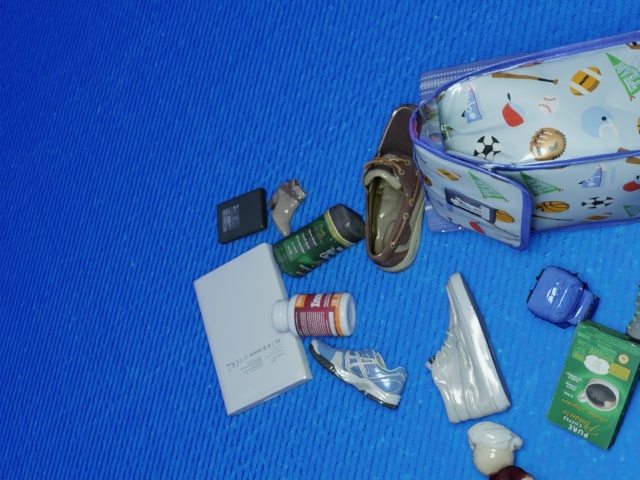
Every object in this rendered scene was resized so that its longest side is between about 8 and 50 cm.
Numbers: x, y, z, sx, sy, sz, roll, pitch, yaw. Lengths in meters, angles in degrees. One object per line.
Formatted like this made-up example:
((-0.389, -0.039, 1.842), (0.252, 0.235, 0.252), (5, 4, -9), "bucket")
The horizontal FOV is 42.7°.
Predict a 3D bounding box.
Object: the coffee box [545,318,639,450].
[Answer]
((0.447, 0.231, 1.327), (0.113, 0.040, 0.184), (23, 108, 34), "coffee box")

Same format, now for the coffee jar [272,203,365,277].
((0.000, 0.000, 1.653), (0.184, 0.096, 0.079), (-33, 65, 20), "coffee jar")

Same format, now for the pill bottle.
((-0.012, 0.147, 1.610), (0.151, 0.086, 0.086), (-3, 75, 17), "pill bottle")

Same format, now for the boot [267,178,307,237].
((-0.064, -0.074, 1.744), (0.087, 0.042, 0.118), (-37, 60, 17), "boot")

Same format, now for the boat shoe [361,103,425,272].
((0.143, -0.114, 1.583), (0.123, 0.123, 0.342), (6, 79, 31), "boat shoe")

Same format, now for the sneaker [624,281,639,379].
((0.527, 0.113, 1.322), (0.098, 0.083, 0.224), (-15, 70, 32), "sneaker")

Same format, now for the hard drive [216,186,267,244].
((-0.173, -0.053, 1.800), (0.135, 0.022, 0.094), (-18, 67, 36), "hard drive")

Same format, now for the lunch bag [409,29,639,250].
((0.347, -0.136, 1.306), (0.385, 0.328, 0.239), (-7, 70, 11), "lunch bag")

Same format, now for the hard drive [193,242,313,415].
((-0.147, 0.185, 1.722), (0.203, 0.040, 0.308), (-28, 64, 21), "hard drive")

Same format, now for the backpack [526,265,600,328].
((0.406, 0.095, 1.373), (0.101, 0.120, 0.098), (22, 88, 33), "backpack")

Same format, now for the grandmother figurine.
((0.310, 0.441, 1.303), (0.208, 0.104, 0.342), (107, 158, -45), "grandmother figurine")

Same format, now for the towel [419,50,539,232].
((0.311, -0.183, 1.539), (0.243, 0.040, 0.336), (-7, 71, 19), "towel")

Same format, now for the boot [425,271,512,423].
((0.239, 0.192, 1.458), (0.123, 0.095, 0.258), (-22, 67, 16), "boot")

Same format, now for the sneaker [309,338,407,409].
((0.073, 0.239, 1.563), (0.211, 0.080, 0.081), (28, 85, 23), "sneaker")
